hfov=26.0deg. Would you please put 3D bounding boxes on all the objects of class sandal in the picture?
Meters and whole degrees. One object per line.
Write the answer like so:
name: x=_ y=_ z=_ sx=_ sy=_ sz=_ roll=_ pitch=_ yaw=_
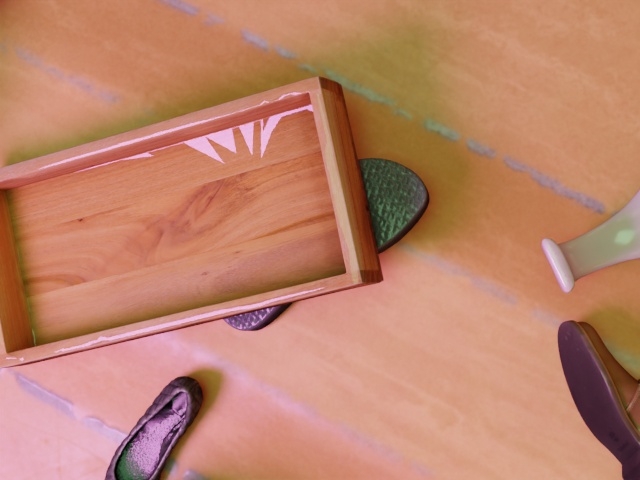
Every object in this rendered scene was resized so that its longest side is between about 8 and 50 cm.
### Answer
sandal: x=-0.001 y=0.000 z=1.418 sx=0.254 sy=0.054 sz=0.097 roll=-33 pitch=74 yaw=19

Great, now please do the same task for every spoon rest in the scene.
spoon rest: x=0.342 y=-0.028 z=1.335 sx=0.276 sy=0.084 sz=0.137 roll=-23 pitch=84 yaw=-3

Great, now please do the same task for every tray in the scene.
tray: x=-0.155 y=-0.011 z=1.406 sx=0.411 sy=0.076 sz=0.203 roll=-14 pitch=84 yaw=20

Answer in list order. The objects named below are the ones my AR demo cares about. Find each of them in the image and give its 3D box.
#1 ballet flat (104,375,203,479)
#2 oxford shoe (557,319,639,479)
ballet flat: x=-0.181 y=0.213 z=1.441 sx=0.057 sy=0.049 sz=0.173 roll=32 pitch=97 yaw=10
oxford shoe: x=0.302 y=0.163 z=1.341 sx=0.076 sy=0.076 sz=0.212 roll=-27 pitch=79 yaw=-20
